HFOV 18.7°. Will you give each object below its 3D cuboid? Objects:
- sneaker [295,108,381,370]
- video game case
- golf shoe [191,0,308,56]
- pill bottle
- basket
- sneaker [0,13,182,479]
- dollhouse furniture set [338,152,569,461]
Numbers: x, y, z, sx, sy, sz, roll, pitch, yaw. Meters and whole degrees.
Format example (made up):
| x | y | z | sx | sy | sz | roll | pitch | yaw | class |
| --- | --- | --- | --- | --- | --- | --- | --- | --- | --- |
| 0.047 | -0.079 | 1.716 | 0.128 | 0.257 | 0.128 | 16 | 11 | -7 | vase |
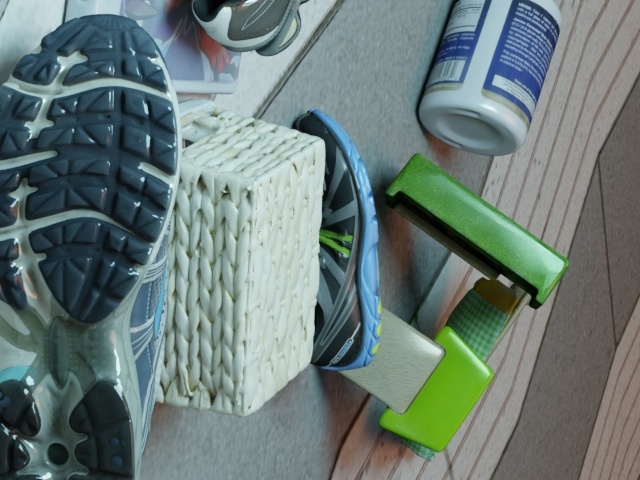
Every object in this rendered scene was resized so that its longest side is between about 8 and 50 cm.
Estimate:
| x | y | z | sx | sy | sz | roll | pitch | yaw | class |
| --- | --- | --- | --- | --- | --- | --- | --- | --- | --- |
| 0.000 | 0.000 | 1.379 | 0.067 | 0.078 | 0.188 | -156 | -118 | -82 | sneaker |
| -0.084 | -0.177 | 1.131 | 0.201 | 0.023 | 0.183 | -10 | 110 | -68 | video game case |
| -0.029 | -0.206 | 1.119 | 0.094 | 0.077 | 0.198 | 0 | 100 | -68 | golf shoe |
| 0.151 | -0.165 | 1.650 | 0.094 | 0.094 | 0.169 | 60 | 46 | -61 | pill bottle |
| -0.064 | 0.012 | 1.172 | 0.113 | 0.103 | 0.167 | -37 | 136 | -59 | basket |
| -0.131 | 0.014 | 1.043 | 0.122 | 0.110 | 0.283 | -70 | 169 | -75 | sneaker |
| 0.086 | 0.065 | 1.652 | 0.197 | 0.151 | 0.301 | -55 | 175 | -3 | dollhouse furniture set |
